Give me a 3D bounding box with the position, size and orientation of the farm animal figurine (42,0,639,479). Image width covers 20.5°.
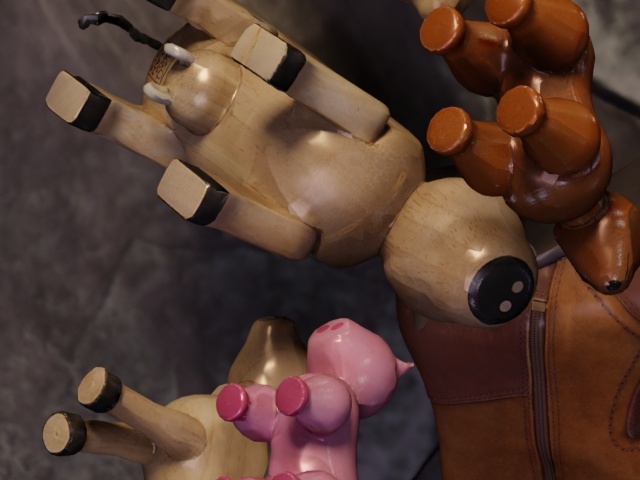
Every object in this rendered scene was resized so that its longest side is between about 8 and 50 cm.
[{"bbox_3d":[0.000,0.000,0.801,0.330,0.327,0.172,-45,140,18],"label":"farm animal figurine"}]

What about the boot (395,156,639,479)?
[{"bbox_3d":[0.173,0.096,0.907,0.264,0.096,0.280,-6,114,13],"label":"boot"}]
